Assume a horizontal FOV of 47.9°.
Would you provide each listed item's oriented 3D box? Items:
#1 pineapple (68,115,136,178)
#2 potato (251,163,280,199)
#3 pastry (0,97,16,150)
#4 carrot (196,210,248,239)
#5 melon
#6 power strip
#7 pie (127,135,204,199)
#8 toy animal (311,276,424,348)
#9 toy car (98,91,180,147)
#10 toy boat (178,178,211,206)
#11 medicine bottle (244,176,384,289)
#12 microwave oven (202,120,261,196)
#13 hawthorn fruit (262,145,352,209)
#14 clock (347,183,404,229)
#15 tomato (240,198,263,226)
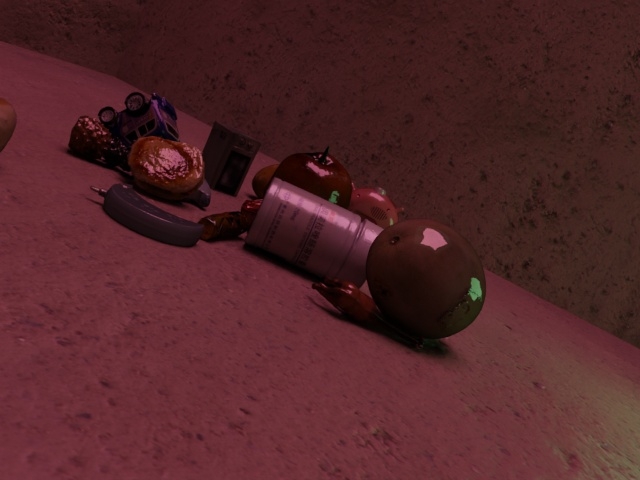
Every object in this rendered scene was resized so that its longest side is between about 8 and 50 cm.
[{"bbox_3d":[-0.563,-0.243,1.960,0.237,0.119,0.111,27,-35,-18],"label":"pineapple"},{"bbox_3d":[-0.165,-0.195,2.559,0.158,0.178,0.203,6,41,-18],"label":"potato"},{"bbox_3d":[-0.738,-0.244,1.418,0.265,0.133,0.265,24,10,-4],"label":"pastry"},{"bbox_3d":[-0.242,-0.037,1.791,0.069,0.069,0.229,28,11,12],"label":"carrot"},{"bbox_3d":[0.256,0.099,1.713,0.330,0.268,0.268,51,-6,-35],"label":"melon"},{"bbox_3d":[-0.388,-0.063,1.583,0.253,0.054,0.167,28,9,9],"label":"power strip"},{"bbox_3d":[-0.407,-0.199,1.912,0.205,0.084,0.179,11,59,-23],"label":"pie"},{"bbox_3d":[0.109,0.165,1.637,0.230,0.066,0.224,22,-14,43],"label":"toy animal"},{"bbox_3d":[-0.533,-0.314,2.123,0.172,0.235,0.158,49,17,-68],"label":"toy car"},{"bbox_3d":[-0.392,-0.154,2.042,0.134,0.079,0.207,7,31,-40],"label":"toy boat"},{"bbox_3d":[-0.010,-0.011,1.855,0.332,0.190,0.190,24,10,-4],"label":"medicine bottle"},{"bbox_3d":[-0.311,-0.274,2.423,0.129,0.205,0.163,17,14,-39],"label":"microwave oven"},{"bbox_3d":[-0.026,-0.162,2.286,0.268,0.301,0.268,28,15,-8],"label":"hawthorn fruit"},{"bbox_3d":[0.148,-0.065,2.396,0.227,0.241,0.142,27,13,4],"label":"clock"},{"bbox_3d":[-0.122,-0.056,2.079,0.228,0.101,0.228,6,18,-2],"label":"tomato"}]
